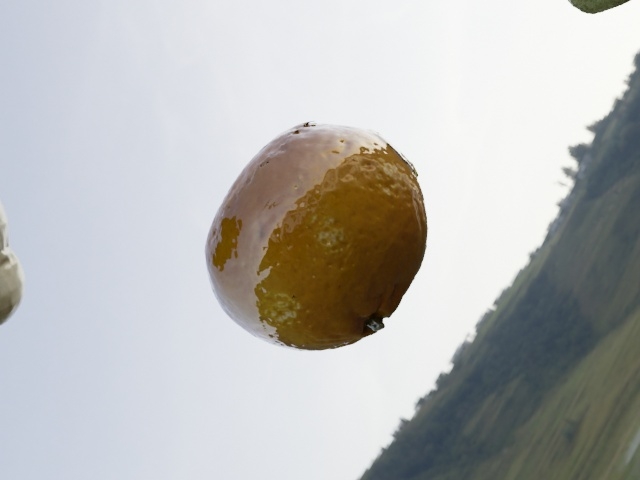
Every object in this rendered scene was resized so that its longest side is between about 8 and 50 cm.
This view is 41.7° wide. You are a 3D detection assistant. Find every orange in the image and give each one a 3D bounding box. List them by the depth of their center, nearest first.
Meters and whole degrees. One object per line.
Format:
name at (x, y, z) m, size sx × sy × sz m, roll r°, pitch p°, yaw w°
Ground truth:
orange at (-0.001, -0.001, 0.772) m, size 0.219 × 0.193 × 0.219 m, roll -38°, pitch 2°, yaw 1°

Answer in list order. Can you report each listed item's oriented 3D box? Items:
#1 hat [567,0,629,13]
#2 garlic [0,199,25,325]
hat at (0.151, -0.161, 0.424) m, size 0.076 × 0.059 × 0.077 m, roll 44°, pitch -114°, yaw -23°
garlic at (-0.404, -0.008, 0.773) m, size 0.185 × 0.281 × 0.203 m, roll -47°, pitch 17°, yaw 11°
